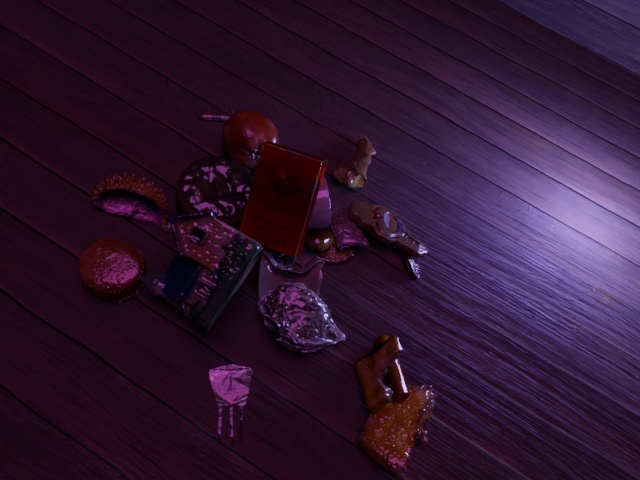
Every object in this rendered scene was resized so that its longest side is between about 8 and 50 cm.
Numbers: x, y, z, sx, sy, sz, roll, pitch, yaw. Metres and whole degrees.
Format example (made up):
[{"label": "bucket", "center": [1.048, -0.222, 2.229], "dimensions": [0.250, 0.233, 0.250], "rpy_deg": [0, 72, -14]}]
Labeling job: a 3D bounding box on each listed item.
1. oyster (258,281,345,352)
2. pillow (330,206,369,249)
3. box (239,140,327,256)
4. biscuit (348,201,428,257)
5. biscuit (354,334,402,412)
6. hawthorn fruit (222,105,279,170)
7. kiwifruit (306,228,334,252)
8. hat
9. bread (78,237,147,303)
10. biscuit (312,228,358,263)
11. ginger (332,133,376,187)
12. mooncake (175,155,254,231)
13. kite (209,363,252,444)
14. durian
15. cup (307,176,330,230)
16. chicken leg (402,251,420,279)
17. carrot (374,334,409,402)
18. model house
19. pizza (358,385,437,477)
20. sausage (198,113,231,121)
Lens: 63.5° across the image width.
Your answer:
[{"label": "oyster", "center": [-0.061, 0.249, 1.592], "dimensions": [0.198, 0.112, 0.268], "rpy_deg": [-38, 90, -23]}, {"label": "pillow", "center": [0.086, -0.043, 1.815], "dimensions": [0.118, 0.043, 0.185], "rpy_deg": [-9, 54, -19]}, {"label": "box", "center": [-0.118, -0.129, 1.614], "dimensions": [0.197, 0.314, 0.089], "rpy_deg": [19, 15, 8]}, {"label": "biscuit", "center": [0.245, -0.044, 1.847], "dimensions": [0.319, 0.047, 0.183], "rpy_deg": [40, 39, 9]}, {"label": "biscuit", "center": [0.182, 0.395, 1.531], "dimensions": [0.039, 0.174, 0.184], "rpy_deg": [32, 31, -38]}, {"label": "hawthorn fruit", "center": [-0.266, -0.384, 1.878], "dimensions": [0.210, 0.211, 0.262], "rpy_deg": [-18, 59, -21]}, {"label": "kiwifruit", "center": [0.000, 0.000, 1.740], "dimensions": [0.075, 0.075, 0.124], "rpy_deg": [44, 30, 14]}, {"label": "hat", "center": [-0.113, 0.124, 1.695], "dimensions": [0.214, 0.149, 0.245], "rpy_deg": [12, 94, -12]}, {"label": "bread", "center": [-0.634, 0.085, 1.577], "dimensions": [0.199, 0.104, 0.199], "rpy_deg": [5, 61, -9]}, {"label": "biscuit", "center": [0.068, 0.016, 1.817], "dimensions": [0.126, 0.025, 0.206], "rpy_deg": [39, 60, 12]}, {"label": "ginger", "center": [0.136, -0.303, 1.993], "dimensions": [0.131, 0.086, 0.295], "rpy_deg": [15, 49, 8]}, {"label": "mooncake", "center": [-0.342, -0.143, 1.742], "dimensions": [0.290, 0.161, 0.291], "rpy_deg": [6, 60, -10]}, {"label": "kite", "center": [-0.263, 0.468, 1.488], "dimensions": [0.127, 0.016, 0.230], "rpy_deg": [2, 56, -7]}, {"label": "durian", "center": [-0.624, -0.160, 1.726], "dimensions": [0.260, 0.154, 0.187], "rpy_deg": [9, 33, -16]}, {"label": "cup", "center": [-0.093, -0.142, 1.794], "dimensions": [0.200, 0.192, 0.253], "rpy_deg": [-7, 40, -12]}, {"label": "chicken leg", "center": [0.318, 0.072, 1.834], "dimensions": [0.062, 0.037, 0.145], "rpy_deg": [-2, 59, -39]}, {"label": "carrot", "center": [0.214, 0.384, 1.587], "dimensions": [0.067, 0.067, 0.225], "rpy_deg": [0, 43, -12]}, {"label": "model house", "center": [-0.361, 0.067, 1.515], "dimensions": [0.280, 0.245, 0.312], "rpy_deg": [32, 88, -2]}, {"label": "pizza", "center": [0.236, 0.532, 1.525], "dimensions": [0.189, 0.071, 0.297], "rpy_deg": [22, 52, 22]}, {"label": "sausage", "center": [-0.372, -0.473, 2.009], "dimensions": [0.198, 0.025, 0.029], "rpy_deg": [1, 75, -11]}]
